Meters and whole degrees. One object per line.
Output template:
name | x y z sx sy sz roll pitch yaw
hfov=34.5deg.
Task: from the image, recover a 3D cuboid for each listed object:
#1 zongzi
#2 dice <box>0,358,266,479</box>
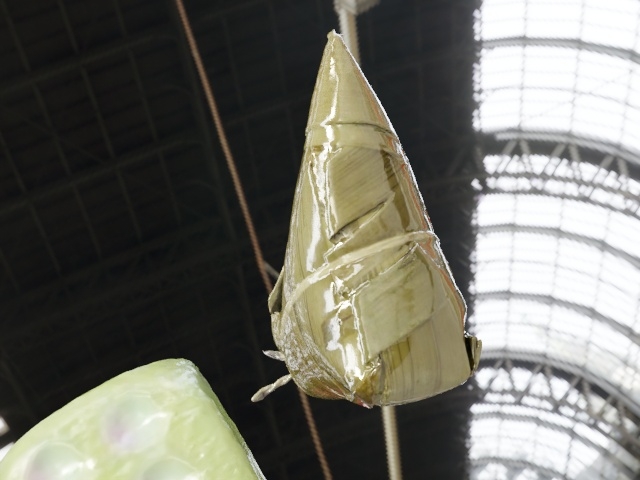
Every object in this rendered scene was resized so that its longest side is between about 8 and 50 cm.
zongzi | 0.021 -0.004 1.467 0.218 0.467 0.500 -7 -6 -18
dice | -0.175 0.294 1.071 0.254 0.252 0.250 -32 -20 -9
